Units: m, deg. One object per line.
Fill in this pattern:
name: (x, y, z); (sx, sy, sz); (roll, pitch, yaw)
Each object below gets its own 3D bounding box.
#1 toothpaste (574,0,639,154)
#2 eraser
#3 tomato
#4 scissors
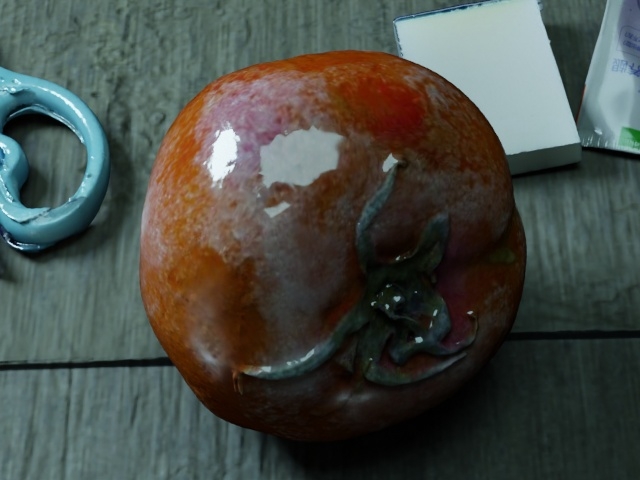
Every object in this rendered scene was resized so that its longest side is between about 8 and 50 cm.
toothpaste: (0.236, -0.177, 1.320); (0.075, 0.048, 0.301); (24, 56, -11)
eraser: (0.111, -0.103, 1.274); (0.104, 0.023, 0.150); (-10, 49, 1)
tomato: (-0.001, -0.004, 1.076); (0.232, 0.232, 0.188); (-27, 30, -19)
scissors: (-0.258, -0.126, 1.323); (0.180, 0.032, 0.393); (-13, 48, -8)
